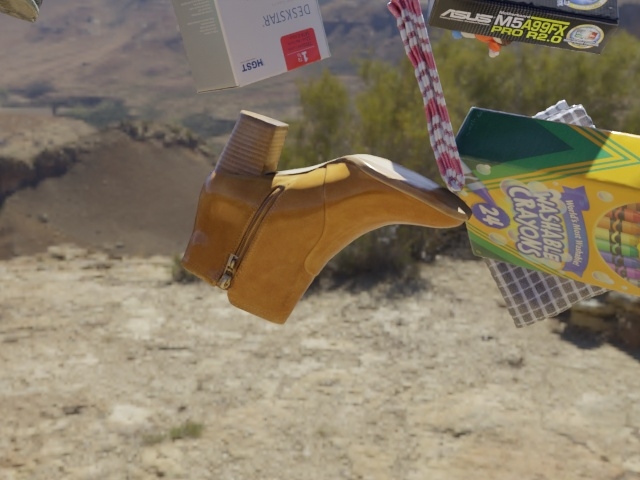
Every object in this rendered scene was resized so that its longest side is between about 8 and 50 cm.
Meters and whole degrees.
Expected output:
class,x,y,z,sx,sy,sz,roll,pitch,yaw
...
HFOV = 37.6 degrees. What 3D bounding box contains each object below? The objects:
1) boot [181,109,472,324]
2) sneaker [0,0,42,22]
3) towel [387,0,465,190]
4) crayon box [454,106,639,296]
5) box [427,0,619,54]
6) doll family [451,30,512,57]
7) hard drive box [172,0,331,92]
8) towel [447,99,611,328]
class,x,y,z,sx,sy,sz,roll,pitch,yaw
boot,-0.001,0.000,1.035,0.295,0.211,0.104,22,13,16
sneaker,-0.485,-0.425,1.518,0.083,0.118,0.222,13,4,-19
towel,0.108,-0.143,0.947,0.029,0.197,0.144,-15,2,9
crayon box,0.322,-0.033,1.081,0.323,0.203,0.083,14,59,28
box,0.248,-0.366,1.157,0.216,0.270,0.060,9,-28,-3
doll family,0.279,-0.420,1.451,0.118,0.262,0.163,-26,28,-18
hard drive box,-0.100,-0.329,1.226,0.089,0.232,0.181,2,23,44
towel,0.334,-0.040,1.390,0.235,0.283,0.121,-27,-2,14
